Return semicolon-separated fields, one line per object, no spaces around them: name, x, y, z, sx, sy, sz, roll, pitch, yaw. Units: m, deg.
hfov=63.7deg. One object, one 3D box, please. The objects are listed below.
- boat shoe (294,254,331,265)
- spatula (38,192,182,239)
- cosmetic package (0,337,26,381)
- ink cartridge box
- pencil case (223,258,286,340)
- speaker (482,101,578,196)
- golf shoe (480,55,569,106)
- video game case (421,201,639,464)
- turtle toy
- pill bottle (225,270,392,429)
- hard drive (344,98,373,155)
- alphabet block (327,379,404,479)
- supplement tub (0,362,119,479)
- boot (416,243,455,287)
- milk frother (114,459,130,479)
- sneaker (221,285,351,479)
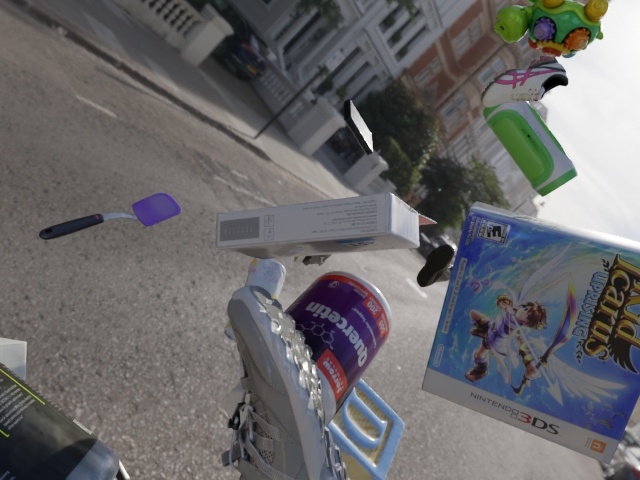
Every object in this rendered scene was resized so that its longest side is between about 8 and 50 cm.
boat shoe;0.000;0.000;1.375;0.091;0.114;0.302;10;-12;-10
spatula;-0.453;-0.049;1.120;0.296;0.030;0.084;-18;55;-39
cosmetic package;-0.524;0.269;0.794;0.085;0.117;0.231;5;86;-62
ink cartridge box;0.021;-0.009;0.864;0.261;0.296;0.066;16;72;-61
pencil case;-0.200;0.184;1.581;0.124;0.273;0.113;13;-30;7
speaker;0.585;-0.273;1.443;0.296;0.131;0.131;58;12;9
golf shoe;0.448;-0.338;1.132;0.067;0.186;0.086;55;14;-55
video game case;0.278;0.112;0.652;0.244;0.269;0.061;17;20;21
turtle toy;0.285;-0.267;0.640;0.130;0.066;0.095;22;11;11
pill bottle;-0.015;0.202;0.897;0.181;0.181;0.323;47;44;0
hard drive;0.106;-0.315;1.430;0.135;0.022;0.094;51;29;-39
alphabet block;0.043;0.455;1.176;0.192;0.197;0.193;45;33;3
supplement tub;-0.439;0.255;0.623;0.338;0.207;0.207;42;11;-6
boot;0.436;0.081;1.801;0.137;0.198;0.077;-4;55;-35
milk frother;-0.564;0.617;1.277;0.135;0.129;0.143;54;29;18
sneaker;-0.050;0.184;0.496;0.105;0.115;0.281;-54;128;-86
